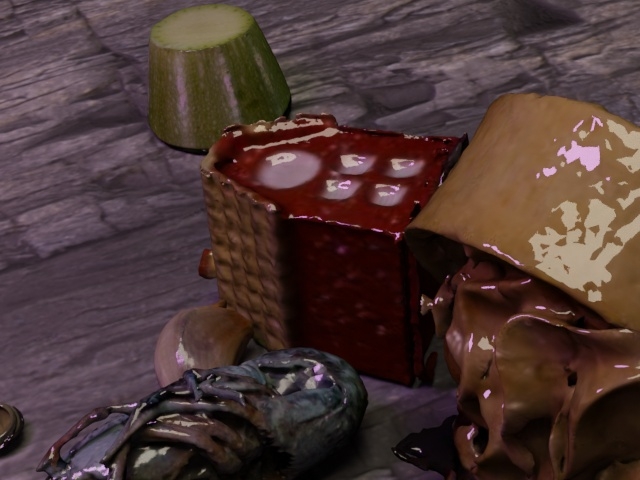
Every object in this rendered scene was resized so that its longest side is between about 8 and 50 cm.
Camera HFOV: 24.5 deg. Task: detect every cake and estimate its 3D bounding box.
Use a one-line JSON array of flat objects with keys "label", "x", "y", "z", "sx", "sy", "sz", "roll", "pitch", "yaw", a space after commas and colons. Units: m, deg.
[{"label": "cake", "x": 0.186, "y": 0.095, "z": 1.129, "sx": 0.332, "sy": 0.332, "sz": 0.321, "roll": 27, "pitch": 80, "yaw": 34}]

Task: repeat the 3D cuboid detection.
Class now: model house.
[{"label": "model house", "x": 0.000, "y": 0.000, "z": 1.344, "sx": 0.254, "sy": 0.196, "sz": 0.160, "roll": 8, "pitch": 42, "yaw": 16}]

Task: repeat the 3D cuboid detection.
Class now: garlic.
[{"label": "garlic", "x": -0.111, "y": 0.106, "z": 1.322, "sx": 0.084, "sy": 0.066, "sz": 0.152, "roll": 5, "pitch": 39, "yaw": 11}]

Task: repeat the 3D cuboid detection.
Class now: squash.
[{"label": "squash", "x": -0.122, "y": -0.189, "z": 1.663, "sx": 0.170, "sy": 0.123, "sz": 0.170, "roll": -7, "pitch": 34, "yaw": 5}]

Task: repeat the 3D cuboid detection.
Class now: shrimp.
[{"label": "shrimp", "x": -0.115, "y": 0.164, "z": 1.168, "sx": 0.372, "sy": 0.172, "sz": 0.137, "roll": -28, "pitch": 49, "yaw": -36}]

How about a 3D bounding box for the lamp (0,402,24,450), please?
[{"label": "lamp", "x": -0.353, "y": 0.183, "z": 1.187, "sx": 0.203, "sy": 0.124, "sz": 0.283, "roll": -10, "pitch": -4, "yaw": -4}]
